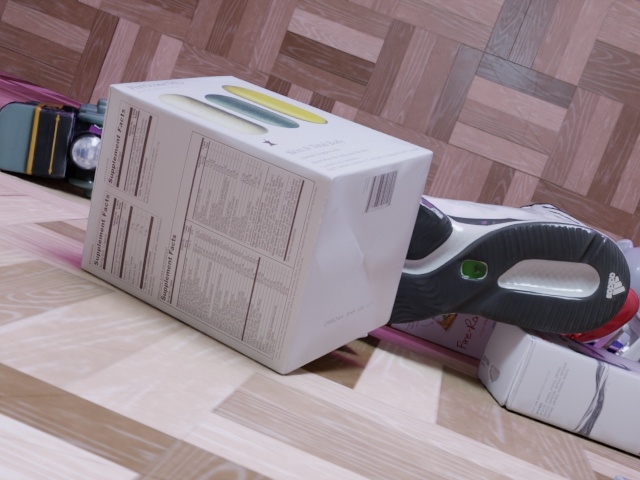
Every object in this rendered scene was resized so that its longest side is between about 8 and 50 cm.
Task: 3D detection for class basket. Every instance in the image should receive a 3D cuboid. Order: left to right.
[{"bbox_3d":[0.481,0.186,1.582,0.103,0.113,0.167,44,6,1],"label":"basket"}]

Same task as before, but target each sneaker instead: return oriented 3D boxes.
[{"bbox_3d":[0.160,0.016,1.338,0.448,0.169,0.257,12,6,14],"label":"sneaker"},{"bbox_3d":[0.370,0.137,1.566,0.087,0.221,0.128,64,17,-5],"label":"sneaker"}]

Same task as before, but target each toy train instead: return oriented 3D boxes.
[{"bbox_3d":[-0.400,-0.158,1.624,0.190,0.142,0.334,10,8,-14],"label":"toy train"}]

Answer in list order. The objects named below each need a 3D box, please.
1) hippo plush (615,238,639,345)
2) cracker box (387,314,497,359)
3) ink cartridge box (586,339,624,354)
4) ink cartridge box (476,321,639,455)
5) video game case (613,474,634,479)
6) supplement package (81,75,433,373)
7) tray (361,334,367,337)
[{"bbox_3d":[0.603,0.114,2.161,0.234,0.236,0.294,25,6,29],"label":"hippo plush"},{"bbox_3d":[0.190,0.070,1.476,0.232,0.155,0.067,20,6,-5],"label":"cracker box"},{"bbox_3d":[0.456,0.183,1.850,0.165,0.065,0.332,21,4,-1],"label":"ink cartridge box"},{"bbox_3d":[0.314,0.175,1.263,0.218,0.092,0.158,18,6,-6],"label":"ink cartridge box"},{"bbox_3d":[0.349,0.259,0.996,0.122,0.011,0.087,20,5,-14],"label":"video game case"},{"bbox_3d":[-0.066,-0.030,1.052,0.263,0.198,0.199,24,22,27],"label":"supplement package"},{"bbox_3d":[-0.069,0.062,1.239,0.145,0.030,0.270,17,7,-31],"label":"tray"}]
